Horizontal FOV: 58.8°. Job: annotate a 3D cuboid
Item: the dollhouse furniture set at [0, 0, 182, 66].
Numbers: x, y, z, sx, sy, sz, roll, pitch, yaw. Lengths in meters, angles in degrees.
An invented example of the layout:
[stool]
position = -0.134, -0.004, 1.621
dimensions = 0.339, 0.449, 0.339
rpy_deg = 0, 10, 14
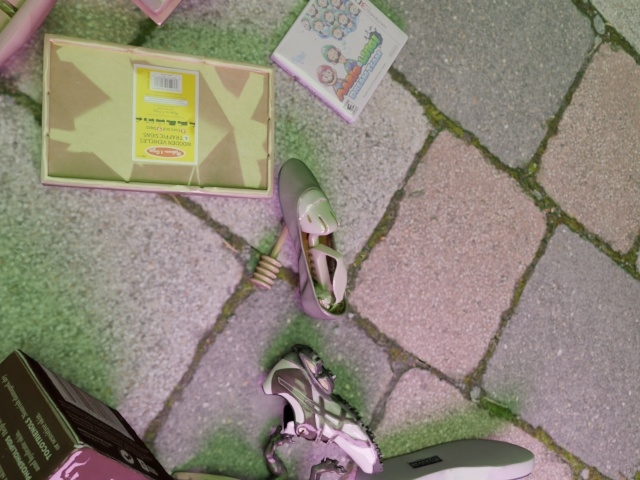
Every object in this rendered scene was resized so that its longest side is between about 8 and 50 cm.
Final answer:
[dollhouse furniture set]
position = -0.311, -0.278, 0.610
dimensions = 0.303, 0.174, 0.355
rpy_deg = 41, 94, -15

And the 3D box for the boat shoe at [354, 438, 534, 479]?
[boat shoe]
position = 0.177, 0.347, 0.791
dimensions = 0.267, 0.096, 0.088
rpy_deg = -6, 95, -21

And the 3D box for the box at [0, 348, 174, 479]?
[box]
position = -0.279, 0.252, 0.537
dimensions = 0.203, 0.167, 0.168
rpy_deg = -49, 138, -16

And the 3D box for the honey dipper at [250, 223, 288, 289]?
[honey dipper]
position = -0.044, -0.013, 0.742
dimensions = 0.030, 0.030, 0.161
rpy_deg = 31, 75, -19

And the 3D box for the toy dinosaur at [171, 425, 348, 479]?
[toy dinosaur]
position = -0.043, 0.314, 0.721
dimensions = 0.268, 0.064, 0.118
rpy_deg = 33, 84, -15

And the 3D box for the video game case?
[video game case]
position = 0.029, -0.266, 0.779
dimensions = 0.143, 0.019, 0.157
rpy_deg = 36, 77, -17

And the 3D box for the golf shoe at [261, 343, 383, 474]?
[golf shoe]
position = 0.001, 0.233, 0.736
dimensions = 0.094, 0.077, 0.198
rpy_deg = -36, 92, -14

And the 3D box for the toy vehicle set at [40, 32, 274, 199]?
[toy vehicle set]
position = -0.186, -0.140, 0.680
dimensions = 0.266, 0.035, 0.166
rpy_deg = 2, 88, -22

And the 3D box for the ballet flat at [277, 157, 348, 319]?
[ballet flat]
position = 0.000, 0.000, 0.719
dimensions = 0.072, 0.068, 0.213
rpy_deg = -22, 108, -41
